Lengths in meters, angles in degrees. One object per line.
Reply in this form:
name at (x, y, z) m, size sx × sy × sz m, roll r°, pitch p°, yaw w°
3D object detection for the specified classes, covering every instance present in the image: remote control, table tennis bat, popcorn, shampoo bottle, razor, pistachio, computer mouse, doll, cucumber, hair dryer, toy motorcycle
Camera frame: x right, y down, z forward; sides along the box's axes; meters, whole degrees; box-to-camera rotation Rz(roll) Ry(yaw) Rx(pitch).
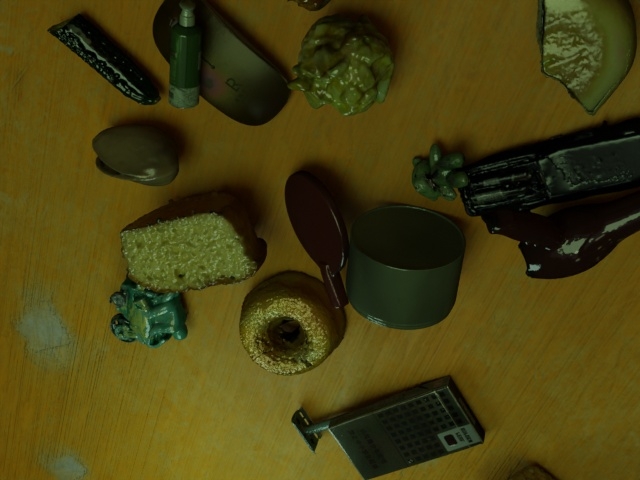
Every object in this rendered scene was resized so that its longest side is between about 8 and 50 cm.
remote control at (0.438, -0.128, 1.717) m, size 0.399 × 0.062 × 0.144 m, roll -13°, pitch 115°, yaw 30°
table tennis bat at (0.000, 0.000, 1.941) m, size 0.200 × 0.038 × 0.310 m, roll 20°, pitch 133°, yaw 55°
popcorn at (0.041, -0.315, 1.682) m, size 0.186 × 0.187 × 0.167 m, roll 7°, pitch 125°, yaw 14°
shampoo bottle at (-0.257, -0.356, 1.778) m, size 0.065 × 0.065 × 0.204 m, roll 17°, pitch 126°, yaw 12°
razor at (0.052, 0.439, 2.272) m, size 0.232 × 0.068 × 0.106 m, roll -22°, pitch 112°, yaw 26°
pistachio at (-0.389, -0.184, 1.985) m, size 0.223 × 0.152 × 0.126 m, roll 22°, pitch 134°, yaw 33°
computer mouse at (-0.198, -0.356, 1.834) m, size 0.310 × 0.072 × 0.158 m, roll 43°, pitch 126°, yaw -7°
doll at (0.224, -0.125, 1.781) m, size 0.150 × 0.078 × 0.115 m, roll -19°, pitch 94°, yaw 59°
cucumber at (-0.440, -0.370, 1.926) m, size 0.265 × 0.077 × 0.077 m, roll 42°, pitch 128°, yaw -9°
hair dryer at (0.423, -0.036, 1.646) m, size 0.341 × 0.123 × 0.313 m, roll 11°, pitch 148°, yaw -40°
toy motorcycle at (-0.407, 0.168, 2.250) m, size 0.198 × 0.109 × 0.296 m, roll 24°, pitch 129°, yaw 4°

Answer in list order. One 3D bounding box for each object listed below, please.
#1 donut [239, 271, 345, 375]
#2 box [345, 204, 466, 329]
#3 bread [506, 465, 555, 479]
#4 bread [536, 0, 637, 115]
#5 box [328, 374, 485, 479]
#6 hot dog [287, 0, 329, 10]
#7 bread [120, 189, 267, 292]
donut at (-0.070, 0.193, 2.126) m, size 0.254 × 0.118 × 0.253 m, roll 3°, pitch 113°, yaw 8°
box at (0.165, 0.051, 1.849) m, size 0.226 × 0.226 × 0.149 m, roll 15°, pitch 126°, yaw 14°
bread at (0.459, 0.631, 2.159) m, size 0.262 × 0.162 × 0.204 m, roll 23°, pitch 130°, yaw -22°
bread at (0.435, -0.342, 1.531) m, size 0.156 × 0.158 × 0.260 m, roll -1°, pitch 121°, yaw 12°
box at (0.199, 0.445, 2.185) m, size 0.325 × 0.047 × 0.180 m, roll -25°, pitch 109°, yaw 24°
hot dog at (0.018, -0.537, 1.590) m, size 0.158 × 0.117 × 0.349 m, roll 20°, pitch 141°, yaw -25°
bread at (-0.261, -0.006, 2.027) m, size 0.340 × 0.179 × 0.194 m, roll -9°, pitch 116°, yaw 31°
